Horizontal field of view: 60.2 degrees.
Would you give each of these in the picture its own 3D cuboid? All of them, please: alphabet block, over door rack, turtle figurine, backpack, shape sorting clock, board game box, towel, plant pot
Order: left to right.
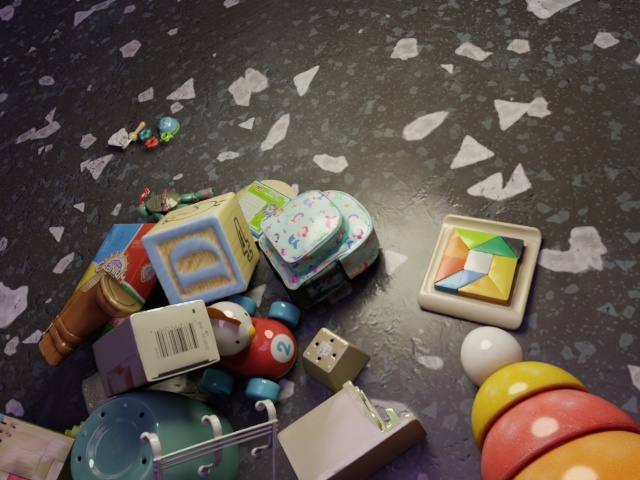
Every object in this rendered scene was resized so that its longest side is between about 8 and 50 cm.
[{"bbox_3d":[-0.510,0.372,1.315,0.110,0.027,0.148,-34,55,-2],"label":"towel"},{"bbox_3d":[-0.521,0.104,1.416,0.242,0.064,0.316,0,58,40],"label":"board game box"},{"bbox_3d":[-0.345,0.432,1.097,0.293,0.235,0.293,-9,58,15],"label":"plant pot"},{"bbox_3d":[-0.406,-0.081,1.505,0.234,0.118,0.175,-9,58,7],"label":"turtle figurine"},{"bbox_3d":[-0.272,0.021,1.301,0.192,0.193,0.197,-16,18,7],"label":"alphabet block"},{"bbox_3d":[-0.185,0.465,0.973,0.108,0.240,0.324,-4,93,56],"label":"over door rack"},{"bbox_3d":[-0.159,-0.078,1.457,0.206,0.040,0.206,-11,55,16],"label":"shape sorting clock"},{"bbox_3d":[0.000,0.000,1.273,0.254,0.191,0.225,-30,46,-9],"label":"backpack"},{"bbox_3d":[0.024,0.247,1.166,0.109,0.096,0.109,28,72,30],"label":"plant pot"}]

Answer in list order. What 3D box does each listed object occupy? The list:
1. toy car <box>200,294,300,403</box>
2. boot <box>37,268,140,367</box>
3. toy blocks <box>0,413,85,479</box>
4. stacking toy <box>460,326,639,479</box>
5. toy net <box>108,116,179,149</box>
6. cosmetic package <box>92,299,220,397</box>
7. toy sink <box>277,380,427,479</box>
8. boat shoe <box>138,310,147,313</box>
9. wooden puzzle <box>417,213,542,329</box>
[{"bbox_3d":[-0.170,0.201,1.167,0.210,0.238,0.219,7,63,16],"label":"toy car"},{"bbox_3d":[-0.519,0.178,1.202,0.220,0.109,0.283,-50,33,-14],"label":"boot"},{"bbox_3d":[-0.671,0.520,1.138,0.261,0.190,0.381,15,66,6],"label":"toy blocks"},{"bbox_3d":[0.371,0.318,0.919,0.351,0.350,0.480,-25,40,3],"label":"stacking toy"},{"bbox_3d":[-0.558,-0.319,1.739,0.232,0.045,0.122,-14,59,12],"label":"toy net"},{"bbox_3d":[-0.342,0.226,1.120,0.153,0.296,0.129,-11,79,-36],"label":"cosmetic package"},{"bbox_3d":[0.062,0.366,1.049,0.234,0.153,0.131,-34,55,-2],"label":"toy sink"},{"bbox_3d":[-0.363,0.232,1.316,0.228,0.081,0.068,16,63,24],"label":"boat shoe"},{"bbox_3d":[0.346,0.057,1.201,0.221,0.044,0.238,12,65,24],"label":"wooden puzzle"}]
